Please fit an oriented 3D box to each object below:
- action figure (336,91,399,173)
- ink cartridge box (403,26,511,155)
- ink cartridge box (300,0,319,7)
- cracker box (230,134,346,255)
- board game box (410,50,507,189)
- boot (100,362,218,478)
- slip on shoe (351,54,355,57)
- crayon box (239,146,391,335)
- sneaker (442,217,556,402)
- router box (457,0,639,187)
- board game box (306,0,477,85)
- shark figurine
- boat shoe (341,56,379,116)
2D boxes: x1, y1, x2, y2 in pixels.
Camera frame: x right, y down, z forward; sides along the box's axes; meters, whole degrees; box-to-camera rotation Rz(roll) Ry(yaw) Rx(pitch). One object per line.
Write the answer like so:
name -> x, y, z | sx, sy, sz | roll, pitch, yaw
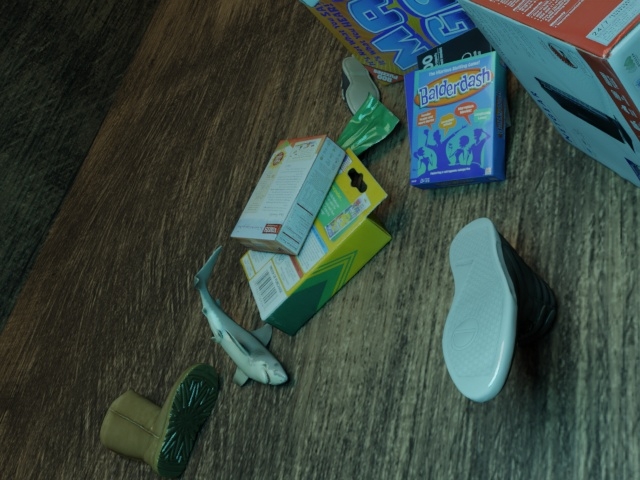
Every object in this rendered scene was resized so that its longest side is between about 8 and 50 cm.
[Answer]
action figure -> 0.061, -0.184, 1.346 | 0.232, 0.063, 0.137 | -48, 37, 14
ink cartridge box -> 0.234, -0.266, 1.193 | 0.208, 0.045, 0.206 | -20, 64, 39
ink cartridge box -> 0.043, -0.608, 1.081 | 0.330, 0.071, 0.324 | -39, 48, 30
cracker box -> -0.062, -0.088, 1.261 | 0.156, 0.067, 0.232 | 5, 64, 52
board game box -> 0.234, -0.200, 1.109 | 0.160, 0.047, 0.210 | -4, 79, 42
boot -> -0.344, 0.346, 1.343 | 0.269, 0.089, 0.236 | 2, 62, 50
slip on shoe -> 0.115, -0.482, 1.539 | 0.041, 0.051, 0.135 | 3, 67, 55
crayon box -> 0.000, 0.000, 1.245 | 0.323, 0.083, 0.203 | -46, 36, 12
sneaker -> 0.238, 0.104, 0.817 | 0.104, 0.147, 0.295 | -38, 21, 32
router box -> 0.347, -0.187, 0.796 | 0.082, 0.335, 0.301 | -46, 35, 11
board game box -> 0.199, -0.587, 1.271 | 0.357, 0.356, 0.356 | -6, 57, 45
shark figurine -> -0.150, 0.162, 1.243 | 0.116, 0.278, 0.166 | -30, -13, -34
boat shoe -> 0.085, -0.326, 1.459 | 0.065, 0.075, 0.206 | 100, 165, -50
